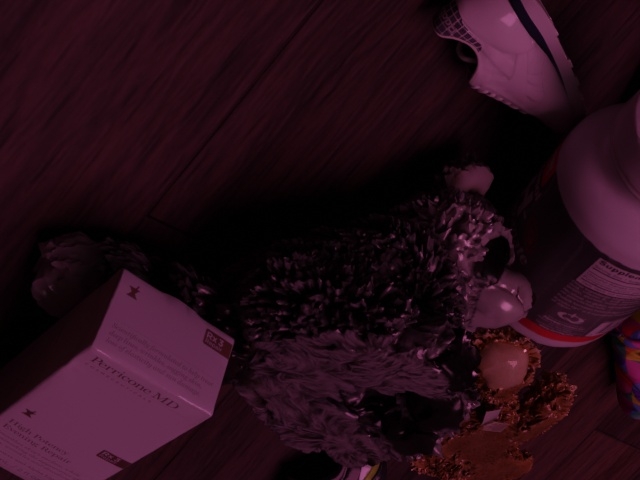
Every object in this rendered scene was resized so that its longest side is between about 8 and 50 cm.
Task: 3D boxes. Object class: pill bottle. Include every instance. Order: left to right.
[{"bbox_3d":[0.293,-0.025,1.043,0.176,0.176,0.318,-19,161,-22],"label":"pill bottle"}]

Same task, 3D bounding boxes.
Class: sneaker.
[{"bbox_3d":[-0.025,0.314,1.294,0.234,0.084,0.097,-44,116,3],"label":"sneaker"},{"bbox_3d":[0.187,-0.169,1.004,0.094,0.090,0.235,-29,141,15],"label":"sneaker"}]

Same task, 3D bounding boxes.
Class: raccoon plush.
[{"bbox_3d":[0.000,0.000,0.975,0.446,0.299,0.216,30,135,-18],"label":"raccoon plush"}]

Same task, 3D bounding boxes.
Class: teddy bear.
[{"bbox_3d":[0.178,0.196,1.276,0.245,0.113,0.338,-29,144,13],"label":"teddy bear"}]

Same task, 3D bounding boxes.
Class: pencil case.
[{"bbox_3d":[0.463,0.166,1.492,0.104,0.104,0.236,-34,140,-7],"label":"pencil case"}]

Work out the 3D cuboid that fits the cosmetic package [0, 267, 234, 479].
[{"bbox_3d":[-0.188,0.127,0.877,0.117,0.086,0.231,34,135,-21],"label":"cosmetic package"}]
